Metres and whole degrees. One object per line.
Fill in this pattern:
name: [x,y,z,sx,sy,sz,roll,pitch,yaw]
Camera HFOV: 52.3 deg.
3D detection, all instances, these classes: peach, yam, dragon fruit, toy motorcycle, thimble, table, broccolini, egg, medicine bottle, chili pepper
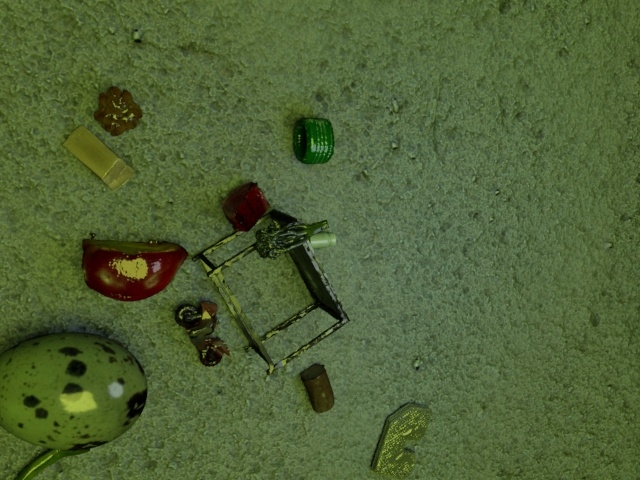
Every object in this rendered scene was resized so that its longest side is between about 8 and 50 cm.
peach: [-0.477,0.080,1.687,0.268,0.159,0.153,3,105,-24]
yam: [-0.006,0.447,1.975,0.084,0.084,0.127,-23,112,-16]
dragon fruit: [-0.219,-0.084,1.789,0.102,0.096,0.147,58,44,-26]
toy motorcycle: [-0.314,0.253,1.815,0.118,0.084,0.212,-31,117,-14]
thimble: [-0.019,-0.279,1.809,0.090,0.118,0.130,-2,119,-25]
table: [-0.138,0.133,1.785,0.272,0.222,0.335,-32,109,-14]
broccolini: [-0.073,-0.007,1.642,0.203,0.068,0.091,-13,75,-29]
egg: [-0.622,0.365,1.608,0.380,0.287,0.287,18,93,-15]
medicine bottle: [0.000,0.000,1.905,0.083,0.047,0.047,-5,102,-21]
chili pepper: [-0.719,0.586,1.740,0.202,0.050,0.051,-29,124,-15]

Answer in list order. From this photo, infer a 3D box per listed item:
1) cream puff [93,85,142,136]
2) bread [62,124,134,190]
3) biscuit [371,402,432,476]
cream puff: [-0.503,-0.321,1.625,0.116,0.094,0.122,4,95,-24]
bread: [-0.564,-0.210,1.661,0.152,0.105,0.077,42,83,9]
biscuit: [0.267,0.652,2.134,0.147,0.046,0.249,17,94,-23]
